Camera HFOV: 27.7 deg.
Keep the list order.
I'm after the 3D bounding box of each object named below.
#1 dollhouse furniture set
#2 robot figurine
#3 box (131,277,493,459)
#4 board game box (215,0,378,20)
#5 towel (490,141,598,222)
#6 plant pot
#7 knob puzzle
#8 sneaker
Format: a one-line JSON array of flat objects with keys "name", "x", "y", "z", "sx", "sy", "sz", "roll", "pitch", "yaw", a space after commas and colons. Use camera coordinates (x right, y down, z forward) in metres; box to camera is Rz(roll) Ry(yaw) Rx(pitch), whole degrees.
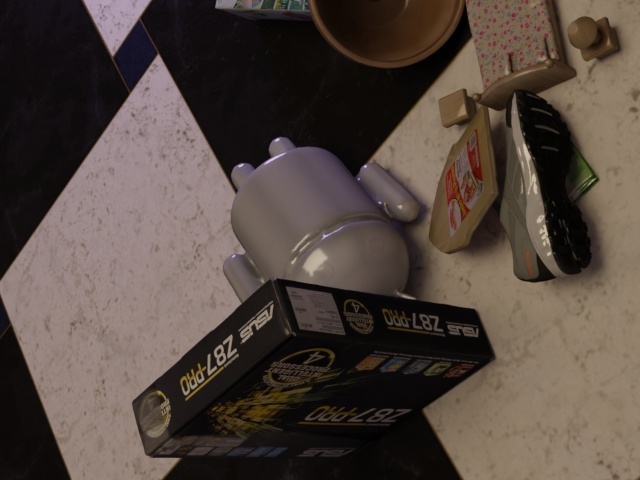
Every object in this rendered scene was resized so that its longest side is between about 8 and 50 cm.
[{"name": "dollhouse furniture set", "x": 0.243, "y": -0.366, "z": 1.766, "sx": 0.356, "sy": 0.174, "sz": 0.303, "roll": -24, "pitch": 66, "yaw": 40}, {"name": "robot figurine", "x": 0.000, "y": 0.000, "z": 1.925, "sx": 0.300, "sy": 0.200, "sz": 0.353, "roll": -36, "pitch": 53, "yaw": 1}, {"name": "box", "x": -0.007, "y": 0.186, "z": 1.759, "sx": 0.318, "sy": 0.395, "sz": 0.097, "roll": -39, "pitch": 57, "yaw": 33}, {"name": "board game box", "x": -0.023, "y": -0.472, "z": 2.107, "sx": 0.303, "sy": 0.098, "sz": 0.224, "roll": 11, "pitch": 91, "yaw": 45}, {"name": "towel", "x": 0.296, "y": -0.073, "z": 1.767, "sx": 0.152, "sy": 0.023, "sz": 0.113, "roll": -49, "pitch": 53, "yaw": 28}, {"name": "plant pot", "x": 0.089, "y": -0.371, "z": 1.924, "sx": 0.110, "sy": 0.237, "sz": 0.237, "roll": -166, "pitch": 87, "yaw": -79}, {"name": "knob puzzle", "x": 0.204, "y": -0.063, "z": 1.820, "sx": 0.213, "sy": 0.030, "sz": 0.213, "roll": -166, "pitch": 90, "yaw": -74}, {"name": "sneaker", "x": 0.274, "y": -0.073, "z": 1.710, "sx": 0.108, "sy": 0.100, "sz": 0.271, "roll": -26, "pitch": 61, "yaw": 47}]
